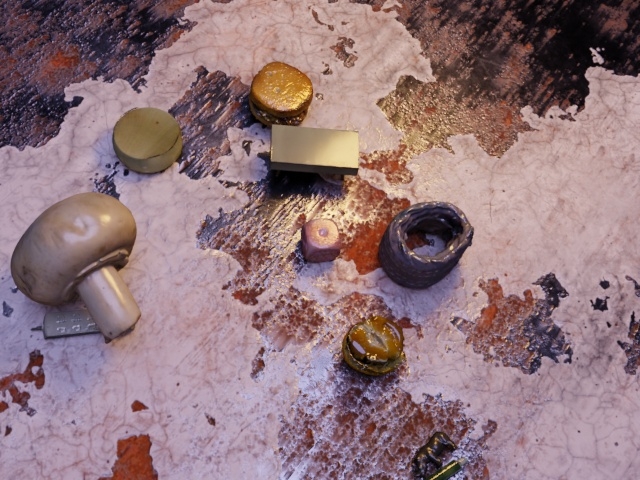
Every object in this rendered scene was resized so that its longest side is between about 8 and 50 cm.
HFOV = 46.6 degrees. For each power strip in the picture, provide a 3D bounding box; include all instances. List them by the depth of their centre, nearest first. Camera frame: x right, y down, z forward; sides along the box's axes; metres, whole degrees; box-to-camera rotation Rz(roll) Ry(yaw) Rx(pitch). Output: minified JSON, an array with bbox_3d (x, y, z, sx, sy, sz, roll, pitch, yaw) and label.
[{"bbox_3d":[-0.574,0.200,1.809,0.253,0.027,0.060,-5,65,-11],"label":"power strip"}]

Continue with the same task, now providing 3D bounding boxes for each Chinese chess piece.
[{"bbox_3d":[-0.469,-0.273,2.024,0.188,0.083,0.188,2,62,-4],"label":"Chinese chess piece"}]

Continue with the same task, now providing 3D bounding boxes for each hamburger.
[{"bbox_3d":[-0.109,-0.400,2.114,0.182,0.118,0.191,-29,68,-16],"label":"hamburger"}]

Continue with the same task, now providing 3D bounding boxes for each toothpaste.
[{"bbox_3d":[0.265,0.566,1.748,0.204,0.049,0.031,-26,51,-21],"label":"toothpaste"}]

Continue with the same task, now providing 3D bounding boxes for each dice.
[{"bbox_3d":[0.000,0.000,1.951,0.094,0.091,0.093,-6,66,-10],"label":"dice"}]

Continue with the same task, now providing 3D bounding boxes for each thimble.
[{"bbox_3d":[0.277,0.007,1.946,0.236,0.172,0.205,-11,70,-15],"label":"thimble"}]

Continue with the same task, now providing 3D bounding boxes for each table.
[{"bbox_3d":[-0.021,-0.231,2.048,0.240,0.111,0.121,4,65,-6],"label":"table"}]

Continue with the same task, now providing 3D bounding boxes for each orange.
[{"bbox_3d":[0.126,0.265,1.834,0.170,0.112,0.160,32,50,-18],"label":"orange"}]

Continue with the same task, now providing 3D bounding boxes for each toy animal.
[{"bbox_3d":[0.264,0.513,1.770,0.065,0.047,0.136,41,67,17],"label":"toy animal"}]

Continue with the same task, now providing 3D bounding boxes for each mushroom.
[{"bbox_3d":[-0.537,0.069,1.749,0.314,0.314,0.336,-34,89,-21],"label":"mushroom"}]
